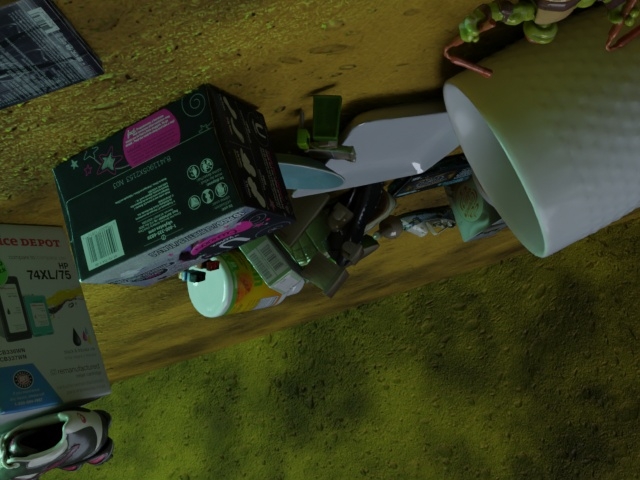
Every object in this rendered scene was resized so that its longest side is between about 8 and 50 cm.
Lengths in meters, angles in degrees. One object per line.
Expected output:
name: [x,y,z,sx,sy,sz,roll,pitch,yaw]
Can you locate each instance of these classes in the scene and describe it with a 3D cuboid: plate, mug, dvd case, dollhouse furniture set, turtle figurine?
plate: [-0.055,-0.105,1.201,0.188,0.024,0.188,6,173,1]
mug: [0.386,-0.156,1.124,0.328,0.276,0.374,-29,155,2]
plate: [0.115,-0.158,1.291,0.277,0.045,0.278,-12,166,-27]
dvd case: [-0.323,-0.150,0.716,0.221,0.018,0.164,-20,169,0]
dollhouse furniture set: [0.010,-0.153,1.112,0.076,0.059,0.152,3,174,6]
turtle figurine: [0.274,-0.282,0.879,0.269,0.087,0.217,-8,159,-9]
dollhouse furniture set: [0.000,0.000,1.452,0.144,0.151,0.123,-52,171,-2]

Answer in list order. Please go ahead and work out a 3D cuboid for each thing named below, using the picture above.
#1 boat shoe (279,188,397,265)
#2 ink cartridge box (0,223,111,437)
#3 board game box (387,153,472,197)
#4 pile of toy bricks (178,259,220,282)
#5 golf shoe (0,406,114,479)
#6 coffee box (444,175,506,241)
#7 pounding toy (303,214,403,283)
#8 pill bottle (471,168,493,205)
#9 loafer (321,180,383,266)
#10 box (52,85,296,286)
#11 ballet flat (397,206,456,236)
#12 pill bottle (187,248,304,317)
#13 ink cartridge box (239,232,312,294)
boat shoe: [0.025,-0.019,1.634,0.285,0.105,0.089,-24,164,21]
ink cartridge box: [-0.471,0.135,1.160,0.197,0.270,0.198,-27,166,27]
board game box: [0.240,-0.135,1.632,0.186,0.026,0.126,-15,168,-19]
pile of toy bricks: [-0.259,0.009,1.375,0.105,0.118,0.212,11,-170,22]
golf shoe: [-0.432,0.304,1.135,0.272,0.105,0.120,-27,151,2]
coffee box: [0.381,-0.108,1.699,0.098,0.141,0.246,-12,167,-27]
pounding toy: [0.045,-0.006,1.749,0.237,0.110,0.183,-32,171,25]
pill bottle: [0.400,-0.165,1.420,0.162,0.162,0.278,-13,167,-24]
loafer: [0.050,-0.049,1.500,0.080,0.078,0.220,-38,155,-53]
box: [-0.181,-0.055,1.006,0.247,0.163,0.142,-23,166,22]
ballet flat: [0.266,-0.042,2.003,0.188,0.070,0.070,-12,166,-29]
pill bottle: [-0.153,0.083,1.740,0.245,0.136,0.136,-7,163,-46]
ink cartridge box: [-0.097,0.018,1.445,0.056,0.171,0.235,-39,167,-1]
